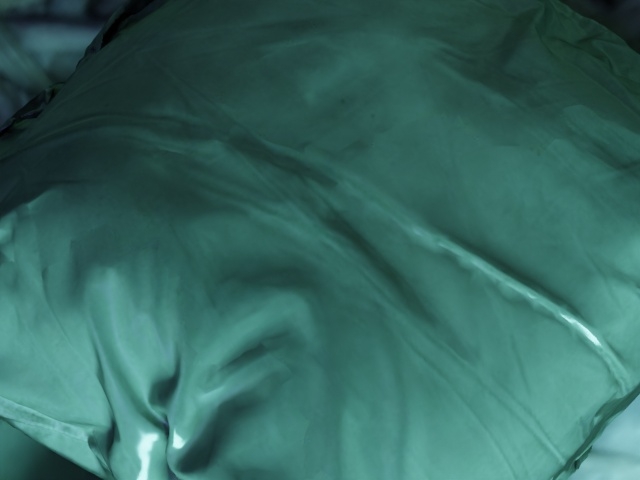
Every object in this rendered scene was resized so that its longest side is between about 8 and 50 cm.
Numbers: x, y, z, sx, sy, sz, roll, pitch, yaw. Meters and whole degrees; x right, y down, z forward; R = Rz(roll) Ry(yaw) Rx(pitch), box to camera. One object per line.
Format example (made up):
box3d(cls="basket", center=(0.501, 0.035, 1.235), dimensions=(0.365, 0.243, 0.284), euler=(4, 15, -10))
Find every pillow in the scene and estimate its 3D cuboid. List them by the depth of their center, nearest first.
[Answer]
box3d(cls="pillow", center=(0.000, 0.000, 0.779), dimensions=(0.283, 0.310, 0.138), euler=(42, 159, 10))

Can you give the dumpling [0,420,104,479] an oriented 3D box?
box3d(cls="dumpling", center=(-0.022, 0.187, 0.850), dimensions=(0.212, 0.320, 0.270), euler=(40, 108, 49))
